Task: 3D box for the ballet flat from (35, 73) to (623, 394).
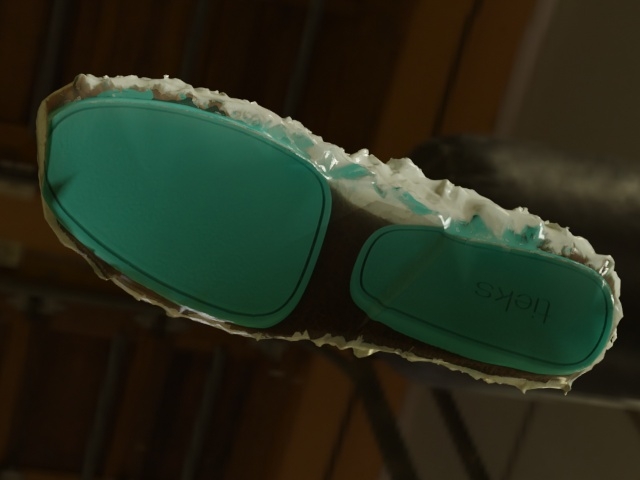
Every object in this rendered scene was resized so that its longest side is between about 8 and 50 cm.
[{"bbox_3d":[0.000,0.000,1.081,0.147,0.409,0.147,-56,-158,36],"label":"ballet flat"}]
